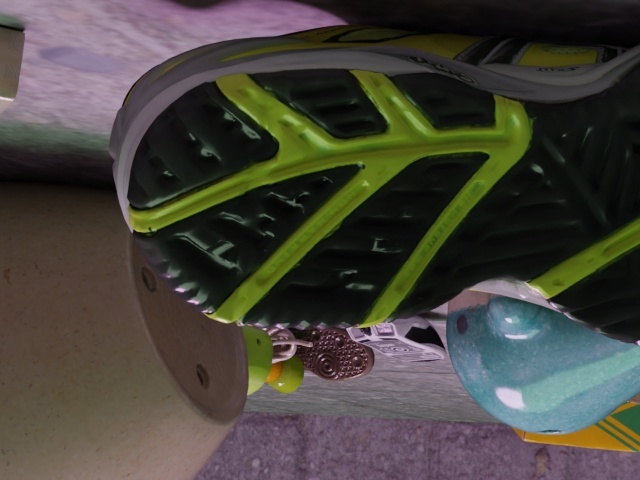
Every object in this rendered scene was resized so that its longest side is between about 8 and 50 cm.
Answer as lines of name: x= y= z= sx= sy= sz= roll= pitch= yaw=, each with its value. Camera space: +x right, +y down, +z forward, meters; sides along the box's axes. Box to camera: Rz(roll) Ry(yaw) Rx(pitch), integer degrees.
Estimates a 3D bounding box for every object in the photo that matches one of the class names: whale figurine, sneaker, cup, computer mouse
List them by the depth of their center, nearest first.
sneaker: x=0.092 y=-0.042 z=0.672 sx=0.384 sy=0.145 sz=0.147 roll=7 pitch=-159 yaw=-23
cup: x=-0.193 y=0.088 z=1.052 sx=0.237 sy=0.331 sz=0.331 roll=-22 pitch=161 yaw=17
whale figurine: x=0.220 y=0.082 z=1.160 sx=0.216 sy=0.141 sz=0.272 roll=13 pitch=166 yaw=-36
computer mouse: x=0.065 y=0.089 z=1.561 sx=0.106 sy=0.042 sz=0.193 roll=-8 pitch=158 yaw=35
sneaker: x=-0.006 y=0.129 z=1.796 sx=0.188 sy=0.066 sz=0.071 roll=4 pitch=-172 yaw=32

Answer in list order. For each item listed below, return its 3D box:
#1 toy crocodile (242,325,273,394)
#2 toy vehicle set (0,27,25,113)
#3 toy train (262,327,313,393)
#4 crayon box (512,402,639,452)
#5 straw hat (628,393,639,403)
toy crocodile: x=-0.211 y=0.107 z=1.603 sx=0.340 sy=0.105 sz=0.115 roll=2 pitch=169 yaw=19
toy vehicle set: x=-0.297 y=-0.094 z=0.733 sx=0.266 sy=0.035 sz=0.166 roll=9 pitch=169 yaw=-24
toy train: x=-0.068 y=0.143 z=1.697 sx=0.248 sy=0.105 sz=0.143 roll=-3 pitch=162 yaw=37
crayon box: x=0.313 y=0.174 z=1.659 sx=0.318 sy=0.081 sz=0.202 roll=7 pitch=-173 yaw=-6
straw hat: x=0.339 y=0.121 z=1.543 sx=0.144 sy=0.061 sz=0.144 roll=8 pitch=-167 yaw=-2
